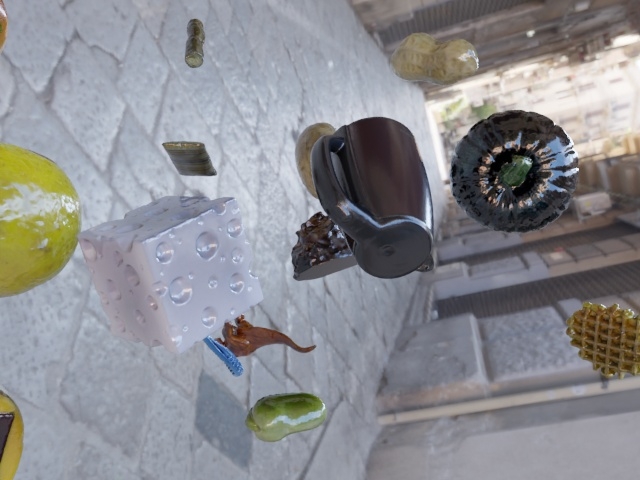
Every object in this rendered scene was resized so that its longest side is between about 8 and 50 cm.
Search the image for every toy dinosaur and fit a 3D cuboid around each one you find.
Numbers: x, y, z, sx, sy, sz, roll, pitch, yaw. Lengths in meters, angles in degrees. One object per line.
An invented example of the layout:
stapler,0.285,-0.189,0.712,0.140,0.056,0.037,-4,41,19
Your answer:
toy dinosaur,-0.217,0.261,1.793,0.208,0.432,0.097,53,54,-16

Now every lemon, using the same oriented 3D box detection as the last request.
lemon,-0.691,-0.043,1.350,0.387,0.349,0.350,-144,-141,-78

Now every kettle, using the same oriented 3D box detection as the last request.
kettle,0.072,-0.068,0.870,0.202,0.144,0.232,39,25,-29

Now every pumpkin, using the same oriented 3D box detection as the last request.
pumpkin,0.369,-0.132,1.226,0.248,0.247,0.248,-13,90,-77

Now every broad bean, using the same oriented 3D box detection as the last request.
broad bean,-0.076,0.378,1.375,0.124,0.174,0.082,25,-68,52

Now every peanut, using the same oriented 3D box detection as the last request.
peanut,0.276,-0.451,1.570,0.274,0.111,0.125,21,-38,48

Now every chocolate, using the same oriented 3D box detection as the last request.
chocolate,0.000,0.000,1.851,0.206,0.224,0.177,35,35,-73

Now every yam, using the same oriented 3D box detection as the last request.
yam,-0.379,-0.601,1.931,0.253,0.061,0.061,-101,170,-48

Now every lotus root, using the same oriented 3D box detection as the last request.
lotus root,0.010,-0.214,1.658,0.169,0.151,0.343,40,17,-25

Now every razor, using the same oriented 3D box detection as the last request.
razor,-0.262,0.254,1.586,0.082,0.042,0.253,-90,156,-51

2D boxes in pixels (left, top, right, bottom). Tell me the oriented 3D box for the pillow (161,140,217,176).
pillow,-0.346,-0.218,1.704,0.203,0.113,0.038,91,-1,-73

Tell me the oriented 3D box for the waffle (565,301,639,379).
waffle,0.611,0.211,1.341,0.038,0.191,0.191,-34,116,-40

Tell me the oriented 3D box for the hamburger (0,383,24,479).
hamburger,-0.613,0.318,0.971,0.300,0.176,0.301,-25,121,-50

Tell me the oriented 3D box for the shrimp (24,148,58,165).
shrimp,-0.811,-0.208,1.673,0.053,0.235,0.133,-66,-152,25

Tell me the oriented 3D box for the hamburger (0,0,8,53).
hamburger,-0.831,-0.458,1.356,0.225,0.290,0.291,-80,154,-55

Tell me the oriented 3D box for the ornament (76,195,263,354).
ornament,-0.304,0.058,1.312,0.239,0.239,0.240,-33,117,-43
